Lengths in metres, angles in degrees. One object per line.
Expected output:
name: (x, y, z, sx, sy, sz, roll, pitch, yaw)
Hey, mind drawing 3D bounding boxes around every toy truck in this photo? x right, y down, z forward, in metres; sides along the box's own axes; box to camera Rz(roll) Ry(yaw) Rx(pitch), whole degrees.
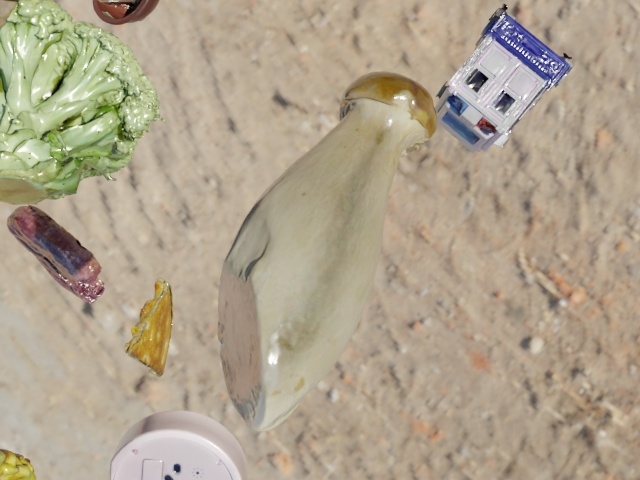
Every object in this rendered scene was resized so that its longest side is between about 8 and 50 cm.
toy truck: (0.228, -0.197, 1.596, 0.124, 0.155, 0.268, 40, 174, 3)

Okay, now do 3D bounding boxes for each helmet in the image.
helmet: (-0.215, -0.302, 1.399, 0.089, 0.057, 0.111, 27, 97, 30)

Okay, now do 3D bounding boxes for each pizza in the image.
pizza: (-0.304, 0.177, 2.060, 0.036, 0.176, 0.185, 11, 117, 16)

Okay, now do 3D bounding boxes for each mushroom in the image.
mushroom: (0.000, 0.000, 1.016, 0.128, 0.350, 0.128, 23, 155, 11)

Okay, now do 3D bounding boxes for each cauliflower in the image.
cauliflower: (-0.323, -0.124, 1.317, 0.275, 0.250, 0.272, -39, 129, 21)

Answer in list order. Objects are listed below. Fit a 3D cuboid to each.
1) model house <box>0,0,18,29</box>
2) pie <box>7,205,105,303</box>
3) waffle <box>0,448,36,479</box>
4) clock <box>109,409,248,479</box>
model house: (-0.408, -0.325, 1.059, 0.312, 0.280, 0.245, -45, 51, 42)
pie: (-0.446, 0.022, 2.005, 0.204, 0.054, 0.218, 43, 163, -4)
waffle: (-0.442, 0.279, 1.319, 0.238, 0.243, 0.059, 128, 130, -69)
clock: (-0.202, 0.342, 1.671, 0.197, 0.068, 0.197, 1, 108, 3)
